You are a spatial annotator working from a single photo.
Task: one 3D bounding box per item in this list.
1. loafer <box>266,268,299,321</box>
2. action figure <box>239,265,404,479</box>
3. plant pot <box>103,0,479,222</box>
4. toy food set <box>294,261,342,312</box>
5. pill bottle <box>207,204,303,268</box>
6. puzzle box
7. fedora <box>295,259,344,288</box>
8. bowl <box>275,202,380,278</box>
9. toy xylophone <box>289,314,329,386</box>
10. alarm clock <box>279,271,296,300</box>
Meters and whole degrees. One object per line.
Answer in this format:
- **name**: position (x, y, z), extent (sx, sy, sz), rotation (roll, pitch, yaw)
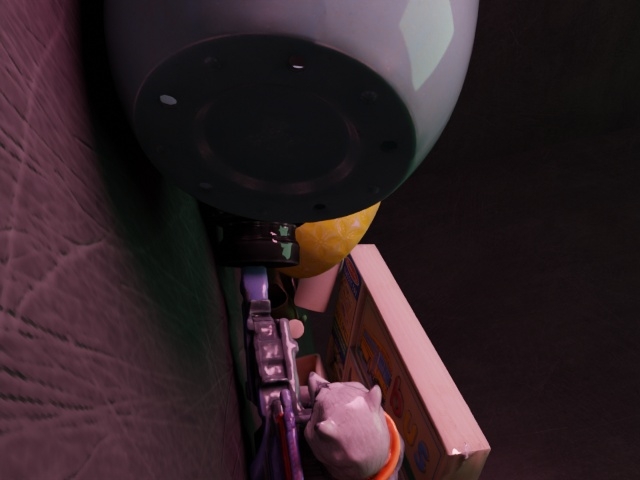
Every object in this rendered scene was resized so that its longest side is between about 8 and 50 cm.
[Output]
- **loafer**: position (-0.078, 0.111, 1.046), extent (0.050, 0.056, 0.148), rotation (-103, 170, -58)
- **action figure**: position (0.006, 0.194, 0.646), extent (0.330, 0.179, 0.341), rotation (105, -23, -66)
- **plant pot**: position (-0.020, -0.156, 0.436), extent (0.293, 0.293, 0.235), rotation (78, 13, -59)
- **toy food set**: position (0.000, 0.000, 1.067), extent (0.306, 0.092, 0.219), rotation (-74, -178, -89)
- **pill bottle**: position (-0.072, -0.079, 0.694), extent (0.123, 0.123, 0.219), rotation (83, 7, -82)
- **puzzle box**: position (0.094, 0.225, 0.850), extent (0.409, 0.052, 0.272), rotation (-114, -152, -55)
- **fedora**: position (-0.049, -0.003, 1.518), extent (0.124, 0.244, 0.275), rotation (35, 43, -46)
- **bowl**: position (-0.054, -0.101, 0.880), extent (0.156, 0.289, 0.289), rotation (21, 40, -35)
- **toy xylophone**: position (-0.029, 0.244, 0.969), extent (0.322, 0.081, 0.236), rotation (78, -7, -82)
- **alarm clock**: position (-0.086, 0.048, 1.129), extent (0.129, 0.064, 0.192), rotation (-106, -174, -78)
